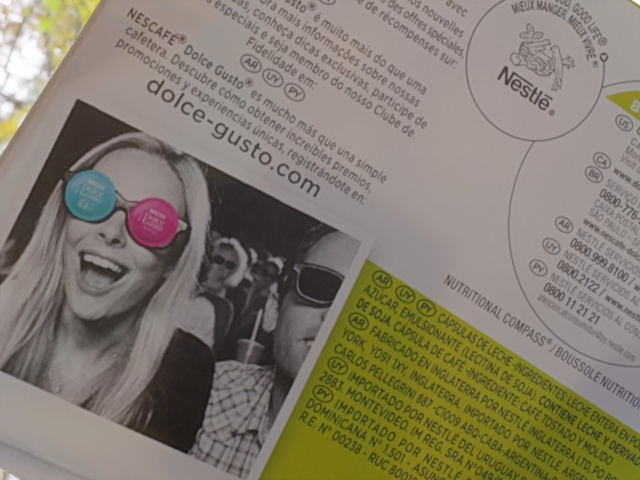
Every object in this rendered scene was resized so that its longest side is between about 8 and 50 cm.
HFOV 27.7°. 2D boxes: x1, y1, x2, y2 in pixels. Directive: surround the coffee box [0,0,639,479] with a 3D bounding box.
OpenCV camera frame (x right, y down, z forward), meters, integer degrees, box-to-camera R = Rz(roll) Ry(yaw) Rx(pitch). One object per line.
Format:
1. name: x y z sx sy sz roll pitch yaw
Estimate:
1. coffee box: 0.000 0.000 0.728 0.334 0.338 0.337 -59 -168 -4
